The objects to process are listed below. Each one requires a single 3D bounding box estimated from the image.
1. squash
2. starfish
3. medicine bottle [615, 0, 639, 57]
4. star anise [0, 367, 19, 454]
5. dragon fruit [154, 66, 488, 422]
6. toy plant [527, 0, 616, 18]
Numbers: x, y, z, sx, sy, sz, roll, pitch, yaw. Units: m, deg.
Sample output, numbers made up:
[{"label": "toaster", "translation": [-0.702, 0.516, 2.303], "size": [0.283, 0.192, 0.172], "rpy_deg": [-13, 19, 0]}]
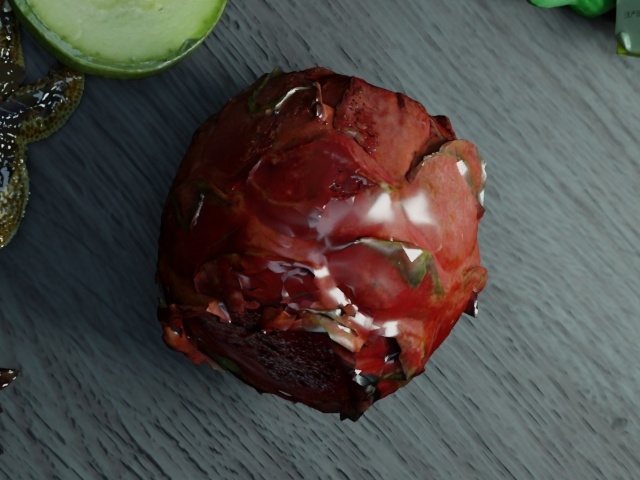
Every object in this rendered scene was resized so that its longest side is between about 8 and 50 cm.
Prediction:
[{"label": "squash", "translation": [-0.185, -0.258, 1.138], "size": [0.219, 0.041, 0.219], "rpy_deg": [3, 79, -16]}, {"label": "starfish", "translation": [-0.316, -0.105, 1.144], "size": [0.216, 0.071, 0.238], "rpy_deg": [-13, 84, -4]}, {"label": "medicine bottle", "translation": [0.415, -0.229, 1.186], "size": [0.250, 0.137, 0.141], "rpy_deg": [0, 93, -32]}, {"label": "star anise", "translation": [-0.363, 0.155, 1.159], "size": [0.167, 0.057, 0.168], "rpy_deg": [1, 84, -8]}, {"label": "dragon fruit", "translation": [0.000, 0.000, 1.095], "size": [0.295, 0.295, 0.302], "rpy_deg": [24, 87, -11]}, {"label": "toy plant", "translation": [0.241, -0.336, 1.212], "size": [0.154, 0.088, 0.240], "rpy_deg": [-8, 88, -21]}]
